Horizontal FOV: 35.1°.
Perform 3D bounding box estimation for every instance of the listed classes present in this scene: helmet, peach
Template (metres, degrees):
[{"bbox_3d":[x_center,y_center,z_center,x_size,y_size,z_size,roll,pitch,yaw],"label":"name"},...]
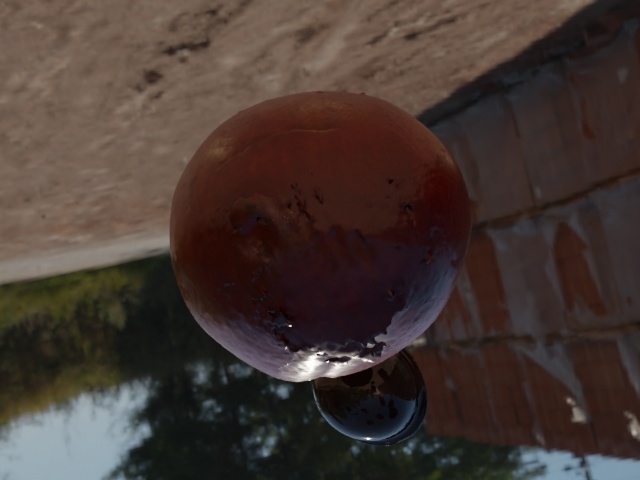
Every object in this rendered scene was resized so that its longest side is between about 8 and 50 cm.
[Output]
[{"bbox_3d":[0.061,0.215,1.377,0.155,0.175,0.106,-35,-179,14],"label":"helmet"},{"bbox_3d":[0.000,0.000,1.145,0.370,0.370,0.370,-14,179,0],"label":"peach"}]
